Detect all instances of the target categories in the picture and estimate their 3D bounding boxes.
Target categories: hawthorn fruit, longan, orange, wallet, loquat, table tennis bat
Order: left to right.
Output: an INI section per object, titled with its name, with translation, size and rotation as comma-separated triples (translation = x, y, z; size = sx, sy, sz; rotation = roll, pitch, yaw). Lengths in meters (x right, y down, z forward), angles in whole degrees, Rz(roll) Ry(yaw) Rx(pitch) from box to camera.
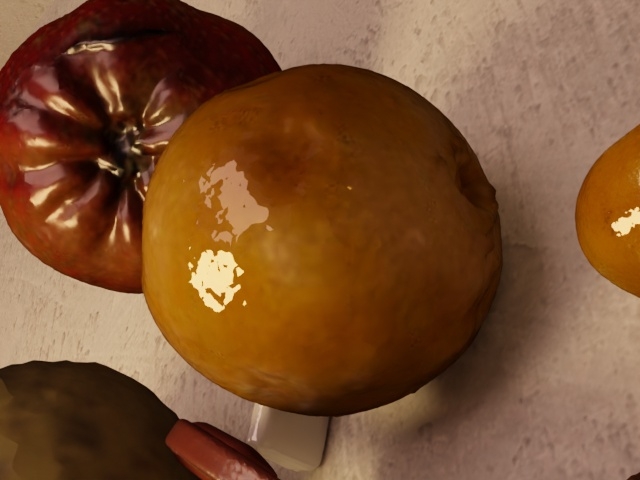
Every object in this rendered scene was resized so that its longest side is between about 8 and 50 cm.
[longan]
translation = -0.295, 0.315, 1.080
size = 0.391, 0.391, 0.391
rotation = -37, 39, 37
[hawthorn fruit]
translation = -0.231, -0.132, 1.346
size = 0.403, 0.403, 0.402
rotation = -37, 39, 37
[table tennis bat]
translation = -0.028, 0.219, 0.845
size = 0.051, 0.268, 0.415
rotation = -55, 25, -13
[wallet]
translation = -0.022, 0.141, 1.062
size = 0.033, 0.095, 0.190
rotation = -14, 53, 42
[loquat]
translation = 0.000, 0.000, 0.922
size = 0.328, 0.328, 0.328
rotation = -37, 39, 37
[orange]
translation = 0.260, -0.023, 0.718
size = 0.159, 0.159, 0.136
rotation = -44, 74, 29

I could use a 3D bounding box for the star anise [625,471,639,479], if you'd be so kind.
[star anise]
translation = 0.179, 0.190, 0.589
size = 0.272, 0.272, 0.102
rotation = 1, 106, 57
